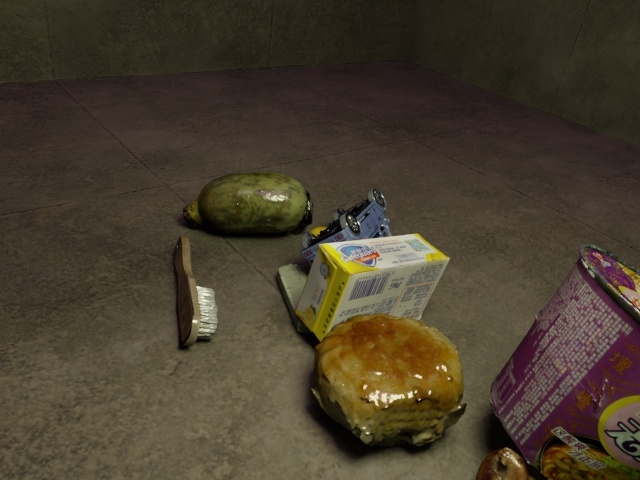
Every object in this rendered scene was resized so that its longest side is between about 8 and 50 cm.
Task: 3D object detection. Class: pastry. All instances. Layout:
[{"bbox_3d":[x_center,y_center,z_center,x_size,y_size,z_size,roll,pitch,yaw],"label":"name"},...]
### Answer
[{"bbox_3d":[0.107,0.222,0.884,0.256,0.121,0.236,-5,29,-18],"label":"pastry"}]

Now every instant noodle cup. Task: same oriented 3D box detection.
[{"bbox_3d":[0.426,0.210,0.770,0.339,0.266,0.340,27,23,-13],"label":"instant noodle cup"}]

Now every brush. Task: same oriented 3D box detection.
[{"bbox_3d":[-0.249,0.089,1.072,0.065,0.070,0.327,15,24,-27],"label":"brush"}]

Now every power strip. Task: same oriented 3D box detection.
[{"bbox_3d":[-0.031,0.120,1.100,0.079,0.029,0.227,1,31,-20],"label":"power strip"}]

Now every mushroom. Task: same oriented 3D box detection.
[{"bbox_3d":[0.269,0.347,0.749,0.109,0.085,0.126,46,41,6],"label":"mushroom"}]

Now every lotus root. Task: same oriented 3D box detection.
[{"bbox_3d":[-0.174,-0.085,1.294,0.309,0.173,0.173,-3,32,-6],"label":"lotus root"}]

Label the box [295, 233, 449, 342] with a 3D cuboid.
[{"bbox_3d":[0.100,0.085,1.028,0.265,0.169,0.097,-7,39,-36],"label":"box"}]

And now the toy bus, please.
[{"bbox_3d":[0.075,-0.010,1.213,0.125,0.133,0.292,-27,8,29],"label":"toy bus"}]

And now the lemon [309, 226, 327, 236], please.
[{"bbox_3d":[0.000,0.000,1.275,0.065,0.065,0.092,15,29,11],"label":"lemon"}]
